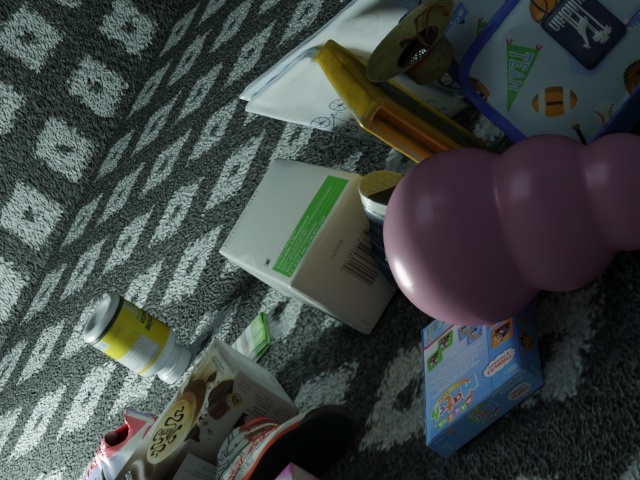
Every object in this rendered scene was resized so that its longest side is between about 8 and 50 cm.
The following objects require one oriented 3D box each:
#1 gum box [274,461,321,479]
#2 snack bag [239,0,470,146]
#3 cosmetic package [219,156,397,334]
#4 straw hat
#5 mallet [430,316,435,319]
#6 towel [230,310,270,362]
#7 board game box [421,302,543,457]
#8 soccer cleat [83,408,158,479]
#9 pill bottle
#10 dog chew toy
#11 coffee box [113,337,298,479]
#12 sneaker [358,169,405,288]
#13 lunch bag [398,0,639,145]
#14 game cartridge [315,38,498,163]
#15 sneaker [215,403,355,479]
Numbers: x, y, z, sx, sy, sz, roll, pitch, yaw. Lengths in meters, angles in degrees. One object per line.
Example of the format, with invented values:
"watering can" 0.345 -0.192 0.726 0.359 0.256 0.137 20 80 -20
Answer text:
"gum box" -0.041 0.379 1.751 0.107 0.062 0.188 -48 22 18
"snack bag" 0.103 -0.247 2.051 0.342 0.323 0.037 -34 54 44
"cosmetic package" 0.000 0.000 2.108 0.197 0.155 0.365 -60 22 -5
"straw hat" 0.130 -0.230 1.707 0.144 0.061 0.144 -35 29 22
"mallet" 0.155 0.019 1.753 0.039 0.190 0.062 7 43 17
"towel" -0.141 0.195 2.302 0.152 0.023 0.113 -49 22 14
"board game box" 0.189 0.137 1.651 0.160 0.039 0.211 -43 23 28
"soccer cleat" -0.362 0.383 2.394 0.248 0.095 0.083 -44 23 26
"pill bottle" -0.328 0.182 2.498 0.103 0.184 0.103 -45 23 25
"dog chew toy" 0.241 -0.026 1.544 0.332 0.206 0.207 -18 37 24
"coffee box" -0.182 0.316 2.071 0.297 0.119 0.168 -54 21 1
"sneaker" 0.159 0.007 1.859 0.226 0.163 0.086 24 52 30
"lunch bag" 0.319 -0.282 1.751 0.328 0.239 0.385 -49 37 14
"game cartridge" 0.143 -0.146 1.830 0.053 0.285 0.324 -54 21 13
"sneaker" -0.058 0.278 1.901 0.270 0.090 0.145 -48 24 25
